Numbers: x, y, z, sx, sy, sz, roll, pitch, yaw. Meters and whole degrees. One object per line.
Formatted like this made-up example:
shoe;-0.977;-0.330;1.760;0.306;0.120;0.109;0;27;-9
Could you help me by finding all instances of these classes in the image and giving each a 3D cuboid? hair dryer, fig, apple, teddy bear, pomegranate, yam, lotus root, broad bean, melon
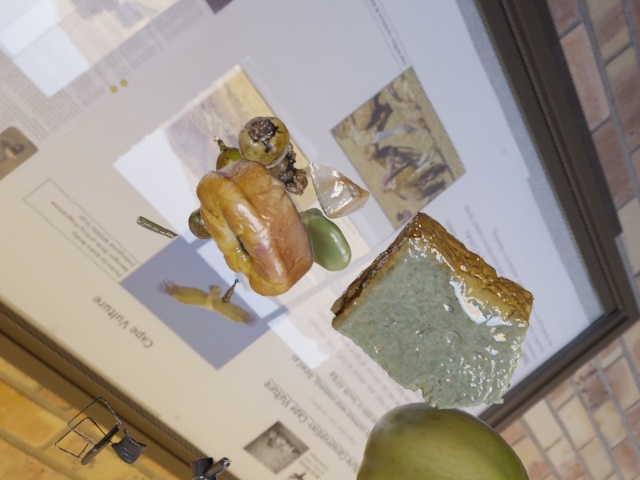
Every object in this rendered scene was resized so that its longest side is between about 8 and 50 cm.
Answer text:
hair dryer;-0.299;0.664;1.554;0.071;0.219;0.124;5;-128;-36
fig;-0.348;-0.297;2.097;0.186;0.142;0.148;54;-149;-1
apple;0.259;0.537;1.160;0.311;0.360;0.320;-39;-45;-60
teddy bear;-0.129;-0.265;2.011;0.129;0.182;0.251;1;151;25
pomegranate;-0.373;-0.079;1.861;0.125;0.163;0.138;36;-160;16
yam;-0.482;-0.034;1.625;0.129;0.027;0.033;29;-175;-29
lotus root;-0.146;-0.251;1.436;0.138;0.138;0.214;51;174;2
broad bean;0.000;0.000;1.649;0.228;0.100;0.169;37;138;37
melon;0.041;-0.119;1.426;0.202;0.140;0.093;37;147;-19

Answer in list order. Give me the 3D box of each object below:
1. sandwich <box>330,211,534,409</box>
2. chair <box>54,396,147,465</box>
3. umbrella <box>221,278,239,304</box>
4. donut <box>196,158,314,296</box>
sandwich;0.209;0.144;0.954;0.325;0.262;0.131;38;-151;-2
chair;-0.670;0.626;1.690;0.221;0.140;0.145;42;-148;2
umbrella;-0.218;0.126;1.317;0.020;0.083;0.031;40;-157;7
donut;-0.148;-0.024;1.236;0.299;0.150;0.317;47;156;23
